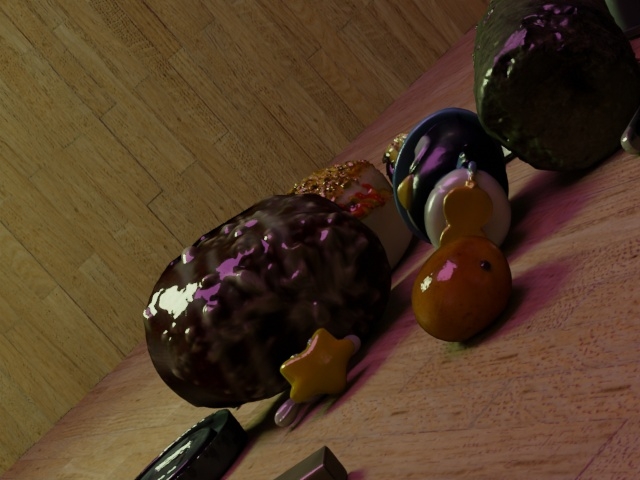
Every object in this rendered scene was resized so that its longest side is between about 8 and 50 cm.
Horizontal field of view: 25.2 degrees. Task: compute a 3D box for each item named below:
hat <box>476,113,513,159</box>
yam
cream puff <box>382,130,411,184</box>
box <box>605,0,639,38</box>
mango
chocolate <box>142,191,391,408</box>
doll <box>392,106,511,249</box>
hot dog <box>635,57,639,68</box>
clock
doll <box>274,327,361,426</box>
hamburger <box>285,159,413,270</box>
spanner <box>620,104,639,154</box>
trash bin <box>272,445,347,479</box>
[{"bbox_3d":[0.287,-0.246,2.101,0.301,0.168,0.258,-41,2,37],"label":"hat"},{"bbox_3d":[0.277,-0.208,1.728,0.195,0.195,0.300,-39,15,17],"label":"yam"},{"bbox_3d":[0.157,-0.109,2.098,0.119,0.133,0.104,10,-52,-42],"label":"cream puff"},{"bbox_3d":[0.469,-0.401,2.184,0.163,0.135,0.243,-42,7,-9],"label":"box"},{"bbox_3d":[0.143,0.046,1.457,0.115,0.089,0.165,-50,2,12],"label":"mango"},{"bbox_3d":[-0.056,0.076,1.787,0.340,0.225,0.210,-31,10,-11],"label":"chocolate"},{"bbox_3d":[0.159,-0.064,1.729,0.314,0.141,0.177,-89,4,-73],"label":"doll"},{"bbox_3d":[0.387,-0.203,1.825,0.083,0.035,0.058,-34,22,45],"label":"hot dog"},{"bbox_3d":[-0.183,0.301,1.813,0.215,0.042,0.215,-40,7,6],"label":"clock"},{"bbox_3d":[0.004,0.154,1.673,0.135,0.071,0.113,-40,-14,-40],"label":"doll"},{"bbox_3d":[0.000,0.000,2.088,0.276,0.179,0.294,-43,8,-6],"label":"hamburger"},{"bbox_3d":[0.426,-0.204,1.618,0.095,0.040,0.325,-35,11,47],"label":"spanner"},{"bbox_3d":[-0.022,0.238,1.340,0.092,0.043,0.061,-39,7,9],"label":"trash bin"}]
